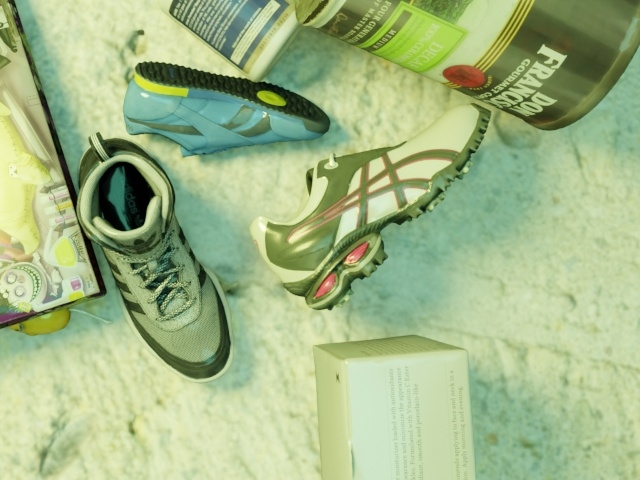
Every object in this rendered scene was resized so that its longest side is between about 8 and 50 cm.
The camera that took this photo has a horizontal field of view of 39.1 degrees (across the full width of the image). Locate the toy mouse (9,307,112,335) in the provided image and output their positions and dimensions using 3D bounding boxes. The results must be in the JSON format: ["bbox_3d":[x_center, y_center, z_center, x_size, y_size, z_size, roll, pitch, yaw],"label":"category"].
[{"bbox_3d":[-0.301,0.026,0.902,0.161,0.031,0.143,-8,89,-8],"label":"toy mouse"}]

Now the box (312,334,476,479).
[{"bbox_3d":[0.067,0.190,0.871,0.119,0.182,0.181,-3,89,-9],"label":"box"}]

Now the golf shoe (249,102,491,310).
[{"bbox_3d":[0.055,-0.056,0.883,0.120,0.105,0.273,45,78,1],"label":"golf shoe"}]

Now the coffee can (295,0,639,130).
[{"bbox_3d":[0.141,-0.246,0.856,0.275,0.201,0.201,19,86,-19],"label":"coffee can"}]

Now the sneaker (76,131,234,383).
[{"bbox_3d":[-0.162,0.021,0.859,0.101,0.153,0.268,-26,92,-7],"label":"sneaker"}]

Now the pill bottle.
[{"bbox_3d":[-0.103,-0.245,0.904,0.169,0.094,0.094,37,84,-5],"label":"pill bottle"}]

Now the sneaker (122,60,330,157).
[{"bbox_3d":[-0.097,-0.122,0.925,0.209,0.069,0.082,9,120,-15],"label":"sneaker"}]

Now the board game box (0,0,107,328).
[{"bbox_3d":[-0.359,-0.079,0.871,0.208,0.056,0.346,-19,84,-4],"label":"board game box"}]
